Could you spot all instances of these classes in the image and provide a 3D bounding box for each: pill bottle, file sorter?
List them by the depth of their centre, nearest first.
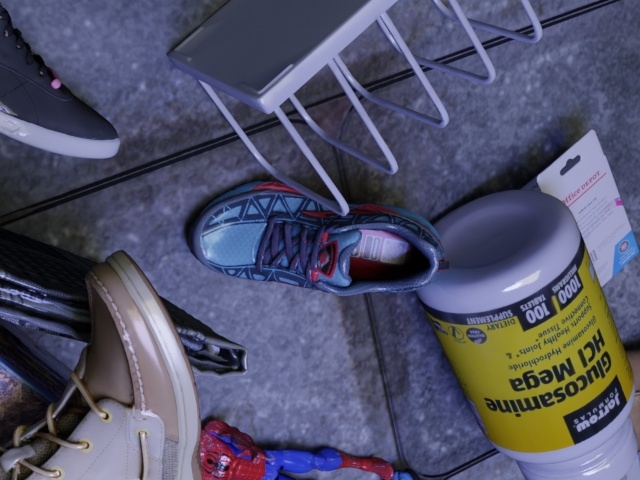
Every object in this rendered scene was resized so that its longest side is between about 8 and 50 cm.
[{"bbox_3d":[0.040,-0.183,1.181,0.278,0.193,0.173,-43,124,-11],"label":"file sorter"},{"bbox_3d":[0.241,0.125,1.390,0.188,0.188,0.334,-36,119,-15],"label":"pill bottle"}]

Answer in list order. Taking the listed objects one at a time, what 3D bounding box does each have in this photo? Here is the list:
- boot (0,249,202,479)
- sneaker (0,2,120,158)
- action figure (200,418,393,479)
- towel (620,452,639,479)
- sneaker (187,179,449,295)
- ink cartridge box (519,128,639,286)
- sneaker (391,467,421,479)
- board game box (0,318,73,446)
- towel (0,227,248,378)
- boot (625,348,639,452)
[{"bbox_3d":[-0.190,0.141,0.851,0.203,0.095,0.262,-18,133,-20],"label":"boot"},{"bbox_3d":[-0.275,-0.181,1.054,0.296,0.104,0.147,27,97,-28],"label":"sneaker"},{"bbox_3d":[-0.034,0.259,1.318,0.280,0.139,0.091,18,95,-30],"label":"action figure"},{"bbox_3d":[0.425,0.312,1.645,0.285,0.034,0.209,-28,117,-18],"label":"towel"},{"bbox_3d":[0.000,0.000,1.225,0.262,0.125,0.104,3,98,-6],"label":"sneaker"},{"bbox_3d":[0.291,-0.033,1.437,0.104,0.061,0.181,-39,121,-21],"label":"ink cartridge box"},{"bbox_3d":[0.136,0.330,1.480,0.078,0.067,0.188,-54,124,-27],"label":"sneaker"},{"bbox_3d":[-0.285,0.158,1.050,0.141,0.291,0.232,-49,121,-7],"label":"board game box"},{"bbox_3d":[-0.254,0.031,1.005,0.312,0.324,0.056,22,89,-33],"label":"towel"},{"bbox_3d":[0.461,0.139,1.572,0.269,0.089,0.236,-8,84,-14],"label":"boot"}]
